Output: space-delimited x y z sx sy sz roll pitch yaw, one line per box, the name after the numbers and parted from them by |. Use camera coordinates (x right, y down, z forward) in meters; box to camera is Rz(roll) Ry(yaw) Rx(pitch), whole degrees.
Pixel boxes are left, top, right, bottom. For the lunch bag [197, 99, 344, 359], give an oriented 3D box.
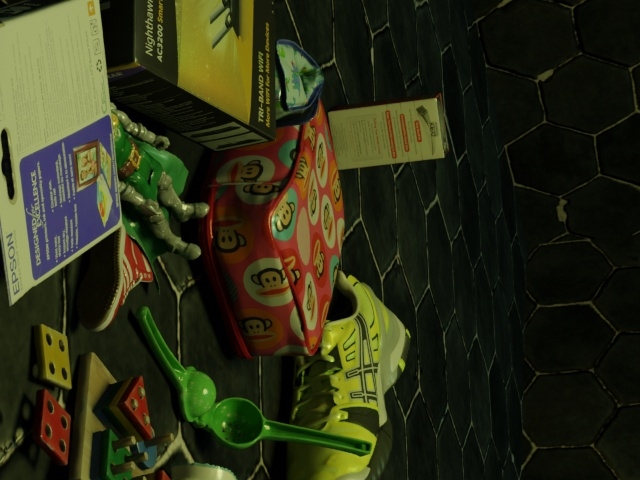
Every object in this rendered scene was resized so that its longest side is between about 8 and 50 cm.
-0.043 -0.009 1.590 0.293 0.120 0.258 -76 156 -51 | lunch bag

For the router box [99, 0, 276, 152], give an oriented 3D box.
-0.138 -0.267 1.334 0.243 0.081 0.309 23 62 -58 | router box

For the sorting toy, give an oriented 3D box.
-0.166 0.176 1.180 0.274 0.046 0.132 62 18 -44 | sorting toy

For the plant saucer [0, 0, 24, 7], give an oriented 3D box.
-0.255 -0.261 1.096 0.168 0.029 0.168 -5 90 -75 | plant saucer

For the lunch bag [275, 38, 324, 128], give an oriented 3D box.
-0.075 -0.167 1.512 0.151 0.129 0.096 -29 110 -73 | lunch bag

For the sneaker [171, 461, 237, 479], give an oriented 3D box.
-0.097 0.307 1.377 0.229 0.087 0.092 55 40 -48 | sneaker

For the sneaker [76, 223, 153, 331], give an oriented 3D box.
-0.181 0.041 1.225 0.067 0.042 0.118 60 26 -49 | sneaker

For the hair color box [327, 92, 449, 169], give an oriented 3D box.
0.103 -0.164 2.068 0.053 0.167 0.093 -50 132 -69 | hair color box

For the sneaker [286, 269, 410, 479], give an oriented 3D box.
0.007 0.192 1.732 0.147 0.145 0.385 52 27 -24 | sneaker

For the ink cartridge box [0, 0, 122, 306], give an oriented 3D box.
-0.222 -0.079 1.071 0.208 0.045 0.206 -49 139 -67 | ink cartridge box

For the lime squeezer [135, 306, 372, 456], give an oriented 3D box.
-0.096 0.167 1.396 0.310 0.110 0.059 36 61 -29 | lime squeezer

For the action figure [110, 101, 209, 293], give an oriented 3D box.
-0.173 -0.061 1.269 0.232 0.063 0.137 52 38 -56 | action figure
